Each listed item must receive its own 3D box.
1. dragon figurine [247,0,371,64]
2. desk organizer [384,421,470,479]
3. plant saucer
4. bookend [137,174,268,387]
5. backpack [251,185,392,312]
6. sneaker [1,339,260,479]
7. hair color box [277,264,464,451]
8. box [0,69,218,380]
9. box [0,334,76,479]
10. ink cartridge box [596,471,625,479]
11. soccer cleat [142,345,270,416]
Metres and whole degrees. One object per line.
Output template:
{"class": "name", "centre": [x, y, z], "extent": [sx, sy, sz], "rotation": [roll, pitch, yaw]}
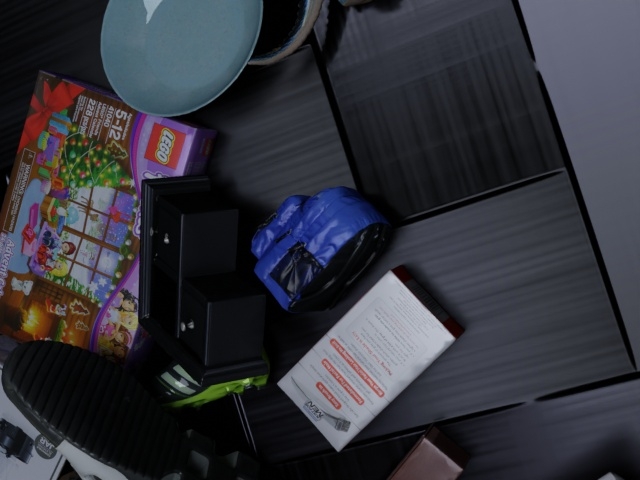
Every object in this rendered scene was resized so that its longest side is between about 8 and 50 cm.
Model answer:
{"class": "dragon figurine", "centre": [0.008, -0.304, 0.910], "extent": [0.144, 0.085, 0.289], "rotation": [46, 106, 11]}
{"class": "desk organizer", "centre": [0.086, 0.247, 0.940], "extent": [0.050, 0.047, 0.130], "rotation": [39, 105, 11]}
{"class": "plant saucer", "centre": [-0.136, -0.216, 0.981], "extent": [0.195, 0.037, 0.195], "rotation": [-4, 80, 25]}
{"class": "bookend", "centre": [-0.113, 0.034, 0.926], "extent": [0.157, 0.072, 0.156], "rotation": [32, 123, 51]}
{"class": "backpack", "centre": [0.000, 0.000, 0.927], "extent": [0.120, 0.098, 0.101], "rotation": [-45, 75, 18]}
{"class": "sneaker", "centre": [-0.197, 0.236, 0.960], "extent": [0.330, 0.122, 0.146], "rotation": [40, 119, -14]}
{"class": "hair color box", "centre": [0.049, 0.115, 0.941], "extent": [0.093, 0.053, 0.167], "rotation": [47, 106, 10]}
{"class": "box", "centre": [-0.248, -0.014, 1.037], "extent": [0.201, 0.057, 0.293], "rotation": [21, 100, 17]}
{"class": "box", "centre": [-0.362, 0.270, 1.083], "extent": [0.169, 0.087, 0.290], "rotation": [30, 103, 16]}
{"class": "ink cartridge box", "centre": [0.205, 0.364, 0.818], "extent": [0.283, 0.117, 0.207], "rotation": [-41, 39, 18]}
{"class": "soccer cleat", "centre": [-0.135, 0.141, 1.013], "extent": [0.179, 0.060, 0.072], "rotation": [-19, 71, 18]}
